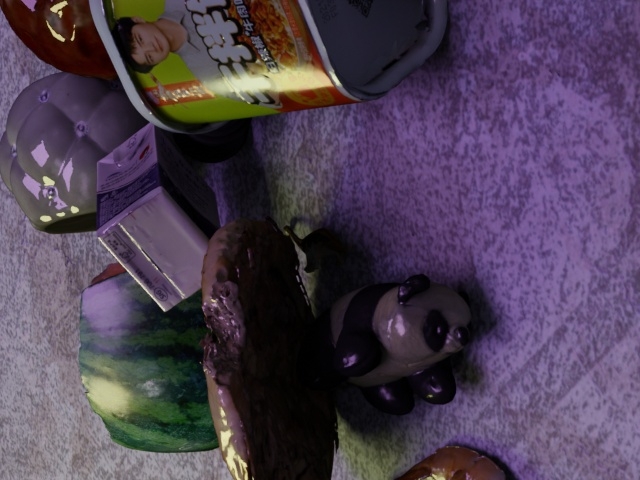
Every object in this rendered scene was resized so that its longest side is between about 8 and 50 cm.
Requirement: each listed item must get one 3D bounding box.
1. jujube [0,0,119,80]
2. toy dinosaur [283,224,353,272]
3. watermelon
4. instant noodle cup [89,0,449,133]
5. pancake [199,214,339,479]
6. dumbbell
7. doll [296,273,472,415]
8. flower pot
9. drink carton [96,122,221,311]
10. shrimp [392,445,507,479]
[{"bbox_3d":[-0.265,-0.382,2.031,0.276,0.276,0.377,36,127,43],"label":"jujube"},{"bbox_3d":[0.001,0.015,1.979,0.180,0.037,0.058,6,108,54],"label":"toy dinosaur"},{"bbox_3d":[-0.223,0.156,2.170,0.319,0.222,0.292,-1,94,53],"label":"watermelon"},{"bbox_3d":[-0.046,-0.260,1.788,0.308,0.294,0.294,4,102,45],"label":"instant noodle cup"},{"bbox_3d":[-0.059,0.154,1.871,0.071,0.382,0.382,-10,91,14],"label":"pancake"},{"bbox_3d":[-0.135,-0.154,2.041,0.208,0.099,0.099,119,133,-75],"label":"dumbbell"},{"bbox_3d":[0.075,0.110,1.815,0.234,0.143,0.135,-21,53,62],"label":"doll"},{"bbox_3d":[-0.306,-0.119,2.191,0.246,0.246,0.195,-22,76,53],"label":"flower pot"},{"bbox_3d":[-0.194,-0.034,1.992,0.102,0.134,0.222,-36,26,11],"label":"drink carton"},{"bbox_3d":[0.131,0.303,1.860,0.267,0.061,0.145,-1,89,57],"label":"shrimp"}]
